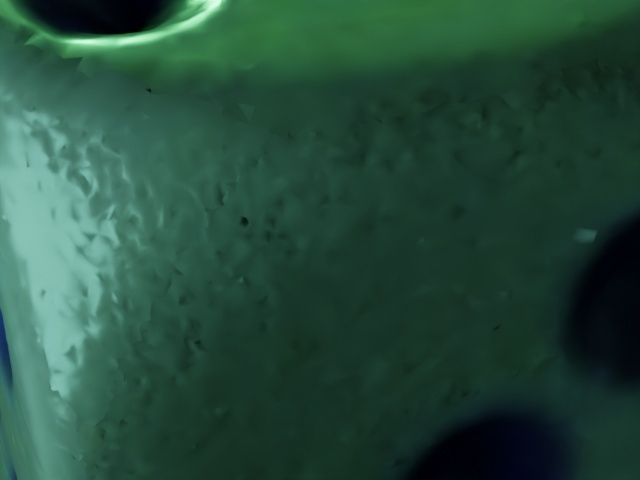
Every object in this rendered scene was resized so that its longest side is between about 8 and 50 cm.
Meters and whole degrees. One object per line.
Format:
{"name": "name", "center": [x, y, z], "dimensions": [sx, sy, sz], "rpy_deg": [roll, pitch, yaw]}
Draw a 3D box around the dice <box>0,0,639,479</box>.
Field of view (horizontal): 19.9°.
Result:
{"name": "dice", "center": [0.000, 0.000, 0.681], "dimensions": [0.304, 0.277, 0.304], "rpy_deg": [-118, 19, -51]}
